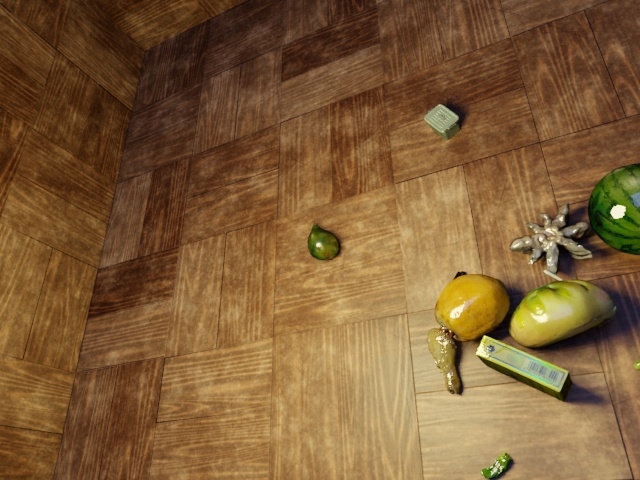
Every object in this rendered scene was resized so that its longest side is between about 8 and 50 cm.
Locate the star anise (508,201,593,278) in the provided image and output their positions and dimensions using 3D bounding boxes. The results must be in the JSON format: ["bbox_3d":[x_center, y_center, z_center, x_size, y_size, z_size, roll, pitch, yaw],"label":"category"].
[{"bbox_3d":[0.663,0.001,1.465,0.237,0.093,0.229,-6,63,22],"label":"star anise"}]

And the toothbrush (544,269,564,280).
[{"bbox_3d":[0.688,0.120,1.398,0.162,0.014,0.017,30,90,12],"label":"toothbrush"}]

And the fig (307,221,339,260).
[{"bbox_3d":[0.000,0.000,1.852,0.117,0.117,0.177,-40,36,6],"label":"fig"}]

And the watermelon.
[{"bbox_3d":[0.828,-0.082,1.325,0.243,0.242,0.242,-14,59,24],"label":"watermelon"}]

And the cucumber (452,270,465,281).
[{"bbox_3d":[0.410,0.151,1.570,0.033,0.034,0.134,8,69,38],"label":"cucumber"}]

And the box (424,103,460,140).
[{"bbox_3d":[0.441,-0.420,1.838,0.084,0.069,0.122,-40,52,4],"label":"box"}]

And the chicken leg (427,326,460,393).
[{"bbox_3d":[0.362,0.344,1.476,0.085,0.069,0.197,-21,63,21],"label":"chicken leg"}]

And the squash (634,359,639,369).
[{"bbox_3d":[0.815,0.296,1.260,0.083,0.027,0.027,-27,54,15],"label":"squash"}]

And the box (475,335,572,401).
[{"bbox_3d":[0.529,0.333,1.335,0.220,0.141,0.064,24,79,36],"label":"box"}]

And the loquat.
[{"bbox_3d":[0.421,0.189,1.443,0.234,0.187,0.176,-37,63,-2],"label":"loquat"}]

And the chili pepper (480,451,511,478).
[{"bbox_3d":[0.455,0.582,1.319,0.091,0.034,0.030,-42,19,5],"label":"chili pepper"}]

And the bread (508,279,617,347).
[{"bbox_3d":[0.616,0.184,1.337,0.261,0.156,0.158,-27,70,14],"label":"bread"}]
